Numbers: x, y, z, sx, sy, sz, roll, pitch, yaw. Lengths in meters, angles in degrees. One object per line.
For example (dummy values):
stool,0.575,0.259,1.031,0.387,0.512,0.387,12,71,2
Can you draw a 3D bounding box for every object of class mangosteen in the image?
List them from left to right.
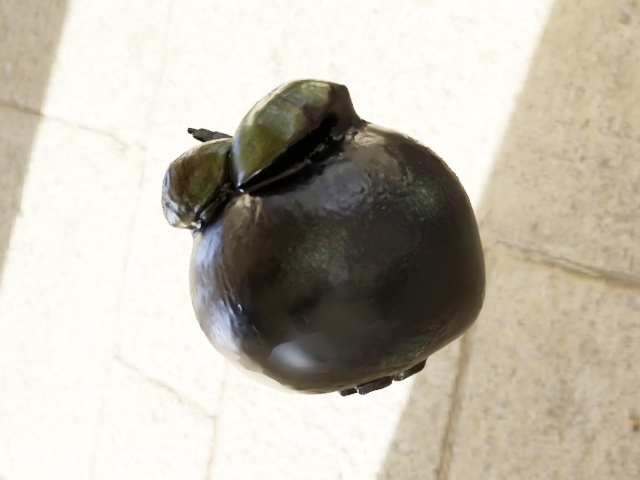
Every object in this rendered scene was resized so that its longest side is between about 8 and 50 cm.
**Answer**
mangosteen,0.000,0.000,0.833,0.243,0.242,0.243,-10,77,51
